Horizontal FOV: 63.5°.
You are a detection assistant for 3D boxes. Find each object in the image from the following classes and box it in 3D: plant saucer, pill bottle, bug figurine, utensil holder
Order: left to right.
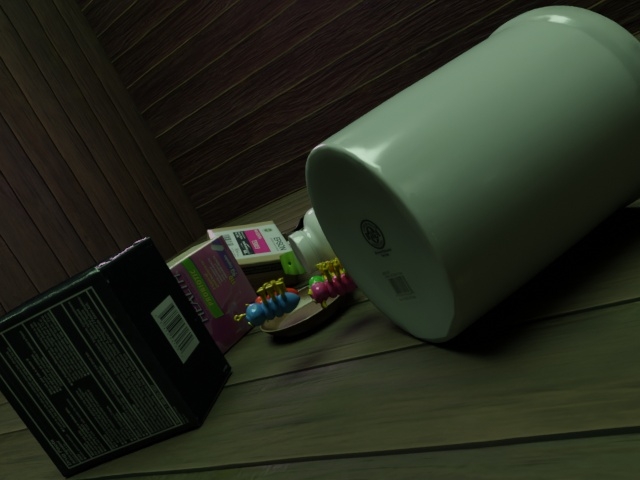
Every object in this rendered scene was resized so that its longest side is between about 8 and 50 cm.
[{"bbox_3d":[-0.037,0.092,0.910,0.216,0.072,0.279,-21,-1,-3],"label":"bug figurine"},{"bbox_3d":[-0.025,0.136,1.021,0.198,0.036,0.198,-26,11,6],"label":"plant saucer"},{"bbox_3d":[0.066,-0.034,1.095,0.264,0.146,0.146,-31,11,-13],"label":"pill bottle"},{"bbox_3d":[0.217,-0.093,0.727,0.385,0.328,0.327,-33,12,-17],"label":"utensil holder"}]

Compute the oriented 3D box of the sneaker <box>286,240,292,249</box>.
[{"bbox_3d":[0.000,0.000,1.490,0.094,0.090,0.235,0,32,42],"label":"sneaker"}]

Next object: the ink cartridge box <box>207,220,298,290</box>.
[{"bbox_3d":[-0.185,0.040,1.359,0.193,0.088,0.235,-10,27,-18],"label":"ink cartridge box"}]

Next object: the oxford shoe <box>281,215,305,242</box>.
[{"bbox_3d":[-0.003,-0.047,1.618,0.271,0.098,0.097,-34,13,-27],"label":"oxford shoe"}]

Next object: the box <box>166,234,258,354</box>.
[{"bbox_3d":[-0.271,0.143,1.116,0.117,0.214,0.243,-19,14,42],"label":"box"}]

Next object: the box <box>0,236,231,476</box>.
[{"bbox_3d":[-0.369,0.197,0.894,0.294,0.296,0.183,-25,12,15],"label":"box"}]

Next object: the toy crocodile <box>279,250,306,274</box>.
[{"bbox_3d":[0.049,-0.010,1.289,0.340,0.115,0.105,-35,13,-31],"label":"toy crocodile"}]
